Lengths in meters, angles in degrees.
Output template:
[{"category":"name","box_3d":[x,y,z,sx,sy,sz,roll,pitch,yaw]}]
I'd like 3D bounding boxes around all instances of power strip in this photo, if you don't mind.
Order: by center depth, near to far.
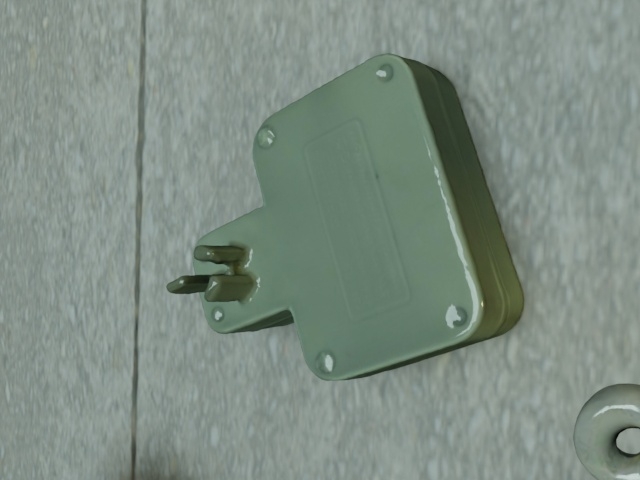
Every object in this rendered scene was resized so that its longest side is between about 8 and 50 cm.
[{"category":"power strip","box_3d":[0.000,0.000,0.717,0.261,0.141,0.230,-23,76,34]}]

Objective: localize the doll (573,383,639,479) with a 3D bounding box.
[{"category":"doll","box_3d":[0.280,0.176,0.393,0.365,0.187,0.376,32,136,8]}]
